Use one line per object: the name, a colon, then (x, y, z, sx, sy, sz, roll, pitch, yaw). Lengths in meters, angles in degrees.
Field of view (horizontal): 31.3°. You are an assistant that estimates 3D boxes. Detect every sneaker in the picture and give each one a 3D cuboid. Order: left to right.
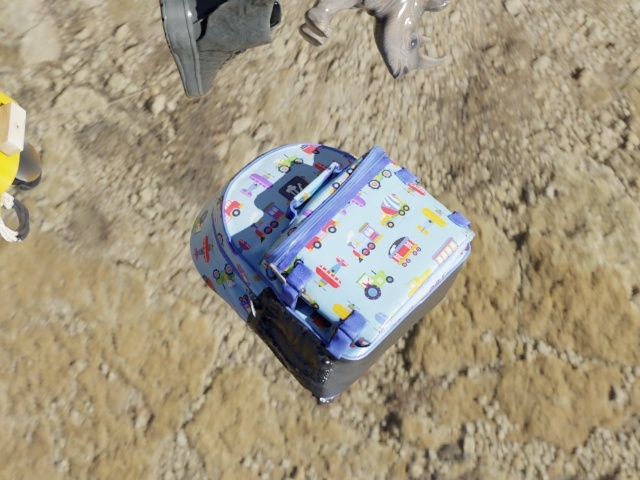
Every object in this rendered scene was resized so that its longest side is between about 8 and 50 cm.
sneaker: (-0.067, -0.155, 0.844, 0.089, 0.170, 0.051, -12, 76, -1)

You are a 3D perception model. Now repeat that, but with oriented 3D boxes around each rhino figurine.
rhino figurine: (0.018, -0.215, 0.943, 0.243, 0.073, 0.106, 32, 86, -25)

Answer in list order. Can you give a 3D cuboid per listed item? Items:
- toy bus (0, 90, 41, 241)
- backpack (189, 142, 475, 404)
toy bus: (-0.265, -0.070, 0.832, 0.104, 0.202, 0.191, -18, 105, 23)
backpack: (0.000, 0.000, 0.810, 0.173, 0.158, 0.117, 44, 151, 13)
